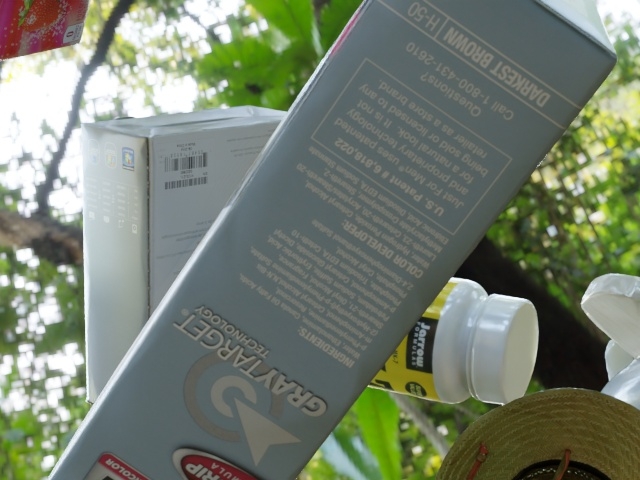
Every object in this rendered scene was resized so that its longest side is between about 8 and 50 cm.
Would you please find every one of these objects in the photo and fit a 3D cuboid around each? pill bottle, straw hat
[{"bbox_3d":[0.094,0.090,1.136,0.208,0.119,0.119,8,-22,29],"label":"pill bottle"},{"bbox_3d":[0.137,0.156,0.675,0.144,0.145,0.061,-19,-24,0],"label":"straw hat"}]

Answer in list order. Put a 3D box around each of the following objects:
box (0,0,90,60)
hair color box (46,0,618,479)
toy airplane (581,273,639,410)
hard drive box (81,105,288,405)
[{"bbox_3d":[-0.222,-0.260,0.816,0.128,0.122,0.257,-29,-32,-52],"label":"box"},{"bbox_3d":[0.000,0.000,0.664,0.113,0.185,0.374,33,-68,-4],"label":"hair color box"},{"bbox_3d":[0.395,0.199,0.905,0.272,0.386,0.384,-51,-39,-8],"label":"toy airplane"},{"bbox_3d":[-0.097,0.015,0.970,0.181,0.089,0.232,-12,-71,-45],"label":"hard drive box"}]
